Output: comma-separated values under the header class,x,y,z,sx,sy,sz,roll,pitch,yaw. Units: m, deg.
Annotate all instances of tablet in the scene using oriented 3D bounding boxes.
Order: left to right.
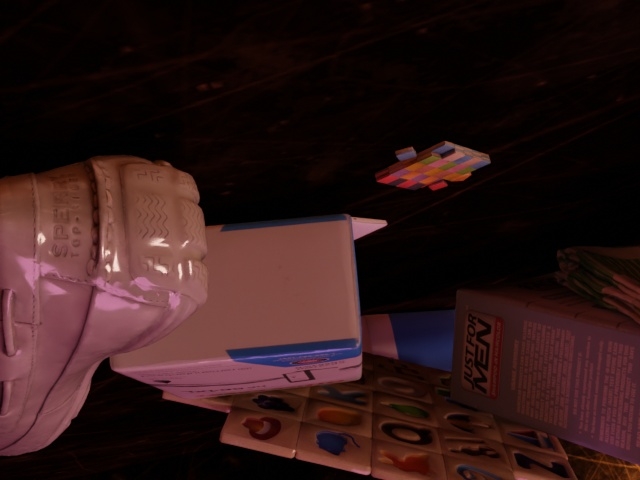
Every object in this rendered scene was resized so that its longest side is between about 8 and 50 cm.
class,x,y,z,sx,sy,sz,roll,pitch,yaw
tablet,0.000,0.000,0.619,0.054,0.006,0.083,4,158,-45

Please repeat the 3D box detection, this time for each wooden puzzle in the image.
class,x,y,z,sx,sy,sz,roll,pitch,yaw
wooden puzzle,0.066,-0.042,0.515,0.049,0.006,0.083,-23,161,36

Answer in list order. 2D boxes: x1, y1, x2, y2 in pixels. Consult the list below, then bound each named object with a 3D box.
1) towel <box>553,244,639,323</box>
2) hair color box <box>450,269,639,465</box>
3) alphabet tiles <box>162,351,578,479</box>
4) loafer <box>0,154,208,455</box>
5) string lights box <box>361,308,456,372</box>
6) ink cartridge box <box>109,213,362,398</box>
class,x,y,z,sx,sy,sz,roll,pitch,yaw
towel,0.352,0.041,0.689,0.248,0.038,0.325,-4,-170,-7
hair color box,0.313,0.115,0.746,0.185,0.113,0.375,-6,-168,-42
alphabet tiles,0.045,0.146,0.787,0.343,0.011,0.285,13,-169,1
loafer,-0.172,0.046,0.480,0.112,0.112,0.319,5,150,-34
string lights box,0.123,0.134,1.065,0.260,0.076,0.133,0,162,-36
ink cartridge box,-0.046,0.053,0.606,0.148,0.085,0.203,-6,165,2
